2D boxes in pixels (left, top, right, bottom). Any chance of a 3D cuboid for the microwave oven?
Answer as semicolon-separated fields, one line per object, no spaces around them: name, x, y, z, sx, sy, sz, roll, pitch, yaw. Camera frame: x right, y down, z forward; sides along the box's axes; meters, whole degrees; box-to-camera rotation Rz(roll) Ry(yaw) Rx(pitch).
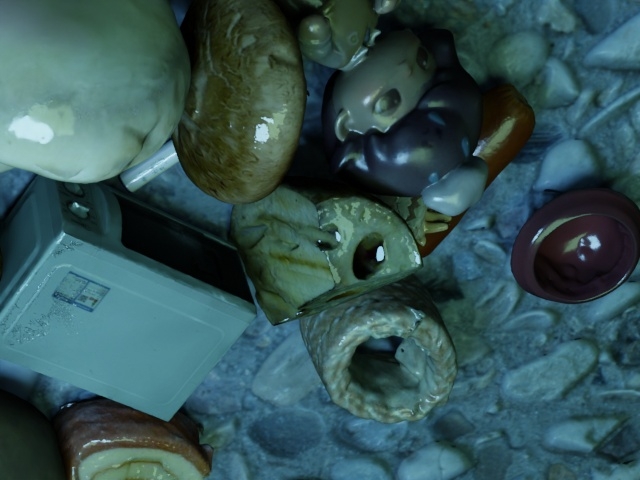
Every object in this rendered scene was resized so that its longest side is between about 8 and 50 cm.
microwave oven;-0.271;0.062;1.926;0.295;0.181;0.237;25;117;-32

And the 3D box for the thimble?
thimble;0.085;0.151;2.140;0.196;0.148;0.229;-26;128;2

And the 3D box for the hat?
hat;0.368;0.001;2.159;0.205;0.089;0.205;-6;125;-9

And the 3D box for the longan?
longan;-0.485;0.331;2.008;0.297;0.297;0.297;-9;129;-12

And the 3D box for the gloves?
gloves;0.095;-0.048;1.988;0.094;0.144;0.110;4;85;-51

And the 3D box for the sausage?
sausage;0.181;-0.086;2.030;0.089;0.083;0.300;19;119;-35

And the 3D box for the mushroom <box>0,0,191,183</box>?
mushroom;-0.320;-0.212;1.651;0.315;0.356;0.315;-22;120;-45

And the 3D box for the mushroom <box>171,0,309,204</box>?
mushroom;-0.106;-0.175;1.763;0.146;0.278;0.278;-10;130;-27

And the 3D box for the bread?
bread;-0.274;0.313;2.157;0.244;0.123;0.190;-1;125;-20

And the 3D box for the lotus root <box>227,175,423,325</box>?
lotus root;0.005;0.000;1.932;0.142;0.314;0.210;-25;99;-26

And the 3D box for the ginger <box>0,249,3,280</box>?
ginger;-0.529;0.040;1.841;0.321;0.172;0.165;-25;156;22

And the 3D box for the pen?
pen;-0.142;-0.142;1.909;0.269;0.033;0.033;-33;129;8

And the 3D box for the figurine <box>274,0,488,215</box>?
figurine;0.076;-0.218;1.822;0.206;0.218;0.365;-4;131;24
